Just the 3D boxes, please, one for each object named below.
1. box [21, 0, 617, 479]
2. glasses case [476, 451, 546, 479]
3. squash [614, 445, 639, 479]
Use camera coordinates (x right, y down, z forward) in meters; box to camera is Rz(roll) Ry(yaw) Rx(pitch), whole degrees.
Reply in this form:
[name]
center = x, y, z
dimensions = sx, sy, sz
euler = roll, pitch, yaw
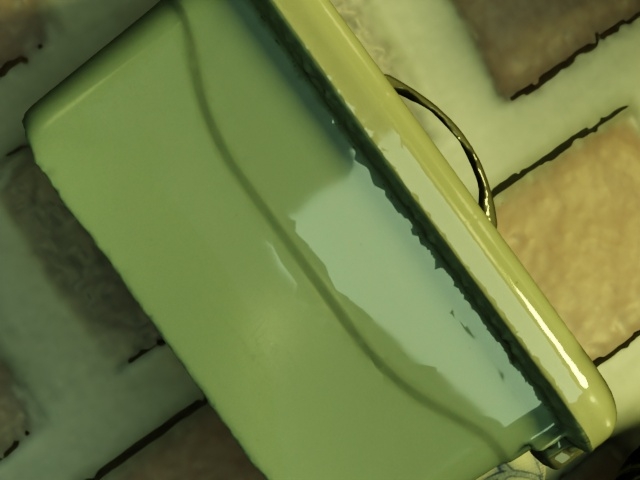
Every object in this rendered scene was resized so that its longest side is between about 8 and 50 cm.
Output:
[box]
center = 0.000, 0.000, 0.622
dimensions = 0.130, 0.162, 0.227
euler = -37, 91, -1
[glasses case]
center = 0.000, 0.168, 0.706
dimensions = 0.087, 0.065, 0.248
euler = 41, 78, -10
[squash]
center = 0.208, 0.155, 0.742
dimensions = 0.193, 0.156, 0.193
euler = -8, 102, -45
